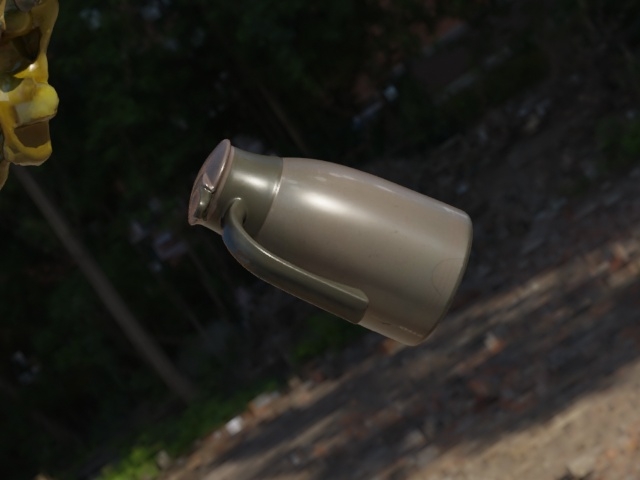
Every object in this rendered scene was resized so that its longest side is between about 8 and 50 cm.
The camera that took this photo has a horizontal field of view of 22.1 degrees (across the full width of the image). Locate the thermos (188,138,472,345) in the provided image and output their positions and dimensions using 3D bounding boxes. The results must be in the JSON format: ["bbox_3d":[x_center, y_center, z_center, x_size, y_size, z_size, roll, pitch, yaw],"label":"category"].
[{"bbox_3d":[0.000,0.000,1.145,0.105,0.193,0.137,-57,17,30],"label":"thermos"}]

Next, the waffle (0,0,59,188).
[{"bbox_3d":[-0.225,-0.144,0.746,0.262,0.280,0.060,-62,-11,29],"label":"waffle"}]
